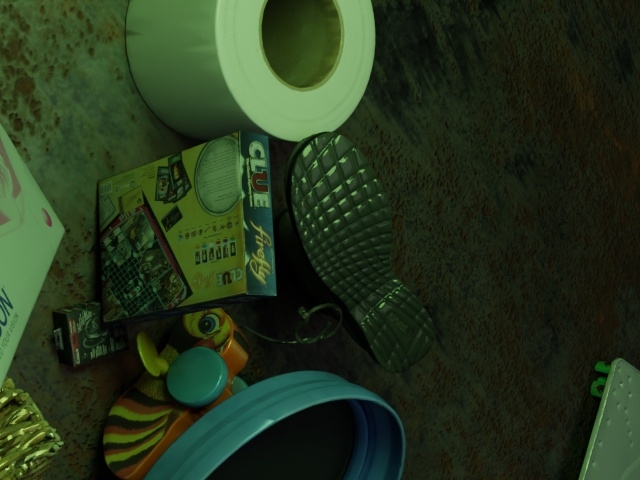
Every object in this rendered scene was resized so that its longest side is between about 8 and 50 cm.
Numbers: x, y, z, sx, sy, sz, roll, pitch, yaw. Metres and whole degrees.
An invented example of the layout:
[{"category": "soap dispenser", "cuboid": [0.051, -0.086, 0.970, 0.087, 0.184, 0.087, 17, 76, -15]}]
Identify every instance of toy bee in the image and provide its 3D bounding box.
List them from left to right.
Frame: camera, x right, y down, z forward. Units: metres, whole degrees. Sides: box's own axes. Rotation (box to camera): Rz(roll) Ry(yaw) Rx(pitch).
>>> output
[{"category": "toy bee", "cuboid": [-0.140, 0.147, 1.310, 0.298, 0.162, 0.195, -27, 139, -23]}]

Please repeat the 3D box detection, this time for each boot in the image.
[{"category": "boot", "cuboid": [0.000, 0.000, 1.363, 0.118, 0.223, 0.338, -31, 122, -17]}]

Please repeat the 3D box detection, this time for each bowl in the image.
[{"category": "bowl", "cuboid": [-0.069, 0.321, 1.325, 0.391, 0.077, 0.391, -26, 136, -28]}]

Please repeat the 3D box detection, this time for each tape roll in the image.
[{"category": "tape roll", "cuboid": [-0.078, -0.235, 1.293, 0.246, 0.169, 0.246, -7, 100, -44]}]

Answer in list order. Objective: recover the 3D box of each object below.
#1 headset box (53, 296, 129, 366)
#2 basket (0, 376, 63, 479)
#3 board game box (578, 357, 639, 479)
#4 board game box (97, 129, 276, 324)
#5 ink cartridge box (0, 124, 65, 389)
[{"category": "headset box", "cuboid": [-0.258, 0.101, 1.246, 0.083, 0.032, 0.062, -16, 105, -42]}, {"category": "basket", "cuboid": [-0.427, 0.237, 1.029, 0.213, 0.223, 0.299, 45, 47, 10]}, {"category": "board game box", "cuboid": [0.572, 0.459, 2.091, 0.390, 0.050, 0.390, 32, 72, -41]}, {"category": "board game box", "cuboid": [-0.146, -0.006, 1.175, 0.042, 0.243, 0.165, 6, 76, -45]}, {"category": "ink cartridge box", "cuboid": [-0.351, -0.063, 0.961, 0.324, 0.071, 0.330, -94, 160, -64]}]
